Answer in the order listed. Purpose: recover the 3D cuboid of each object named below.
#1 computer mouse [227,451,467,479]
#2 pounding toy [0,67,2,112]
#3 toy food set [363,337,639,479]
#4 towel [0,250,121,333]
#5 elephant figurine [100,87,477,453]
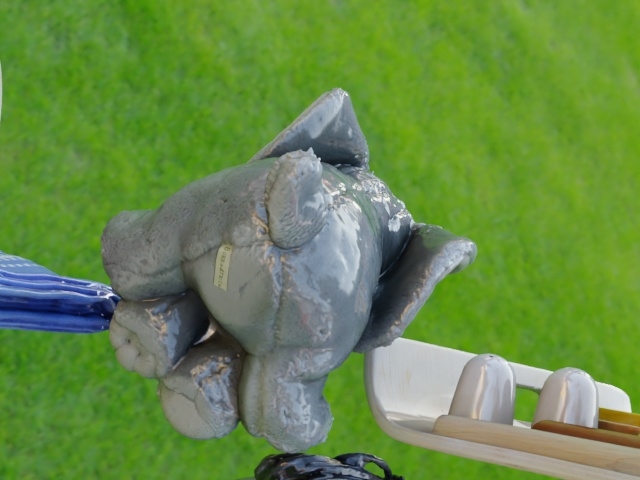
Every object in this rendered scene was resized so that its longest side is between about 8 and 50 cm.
[{"bbox_3d":[-0.044,0.188,0.894,0.188,0.272,0.072,17,64,-44],"label":"computer mouse"},{"bbox_3d":[-0.334,-0.061,1.113,0.183,0.110,0.237,95,8,-65],"label":"pounding toy"},{"bbox_3d":[0.198,0.091,0.761,0.219,0.306,0.092,15,84,-36],"label":"toy food set"},{"bbox_3d":[-0.292,-0.026,0.789,0.243,0.336,0.040,12,99,-60],"label":"towel"},{"bbox_3d":[0.000,0.000,0.825,0.239,0.186,0.169,-32,116,-49],"label":"elephant figurine"}]
